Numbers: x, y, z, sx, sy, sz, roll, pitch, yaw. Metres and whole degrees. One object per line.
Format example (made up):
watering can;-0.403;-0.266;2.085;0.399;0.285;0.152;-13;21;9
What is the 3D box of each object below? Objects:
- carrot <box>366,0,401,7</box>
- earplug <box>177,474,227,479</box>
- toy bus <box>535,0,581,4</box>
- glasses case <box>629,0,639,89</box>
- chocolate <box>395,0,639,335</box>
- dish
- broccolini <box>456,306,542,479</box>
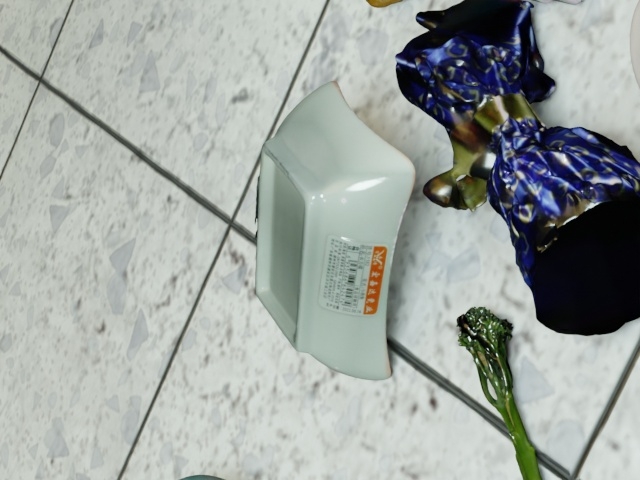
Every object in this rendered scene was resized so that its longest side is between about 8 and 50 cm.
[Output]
carrot;0.088;-0.240;1.198;0.139;0.048;0.048;-31;54;43
earplug;-0.148;0.346;1.177;0.185;0.185;0.324;21;87;52
toy bus;0.159;-0.226;1.089;0.123;0.060;0.075;29;96;50
glasses case;0.317;-0.167;0.863;0.296;0.075;0.113;-29;57;43
chocolate;0.131;-0.083;1.017;0.148;0.126;0.343;-35;45;7
dish;0.000;0.000;1.115;0.151;0.077;0.212;-128;34;-47
broccolini;0.138;0.144;1.003;0.042;0.044;0.218;-27;61;24
